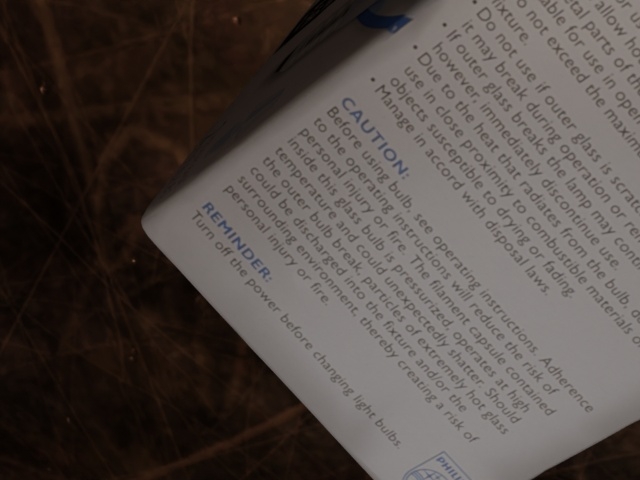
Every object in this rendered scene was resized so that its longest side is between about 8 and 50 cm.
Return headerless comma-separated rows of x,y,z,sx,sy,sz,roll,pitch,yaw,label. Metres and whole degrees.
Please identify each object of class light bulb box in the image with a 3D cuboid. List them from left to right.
0.155,-0.098,0.801,0.361,0.358,0.225,-36,103,31,light bulb box
